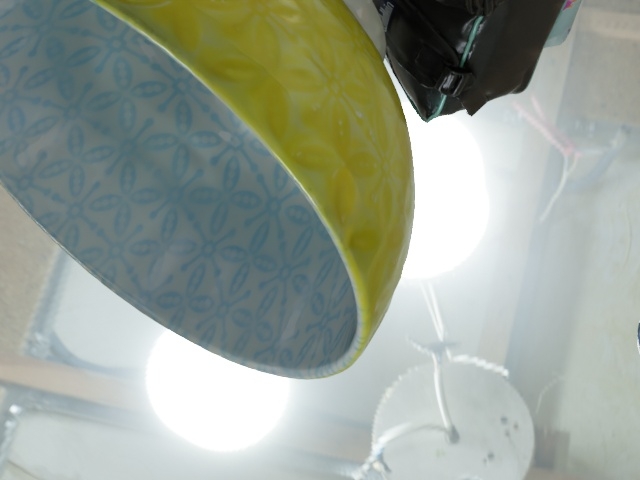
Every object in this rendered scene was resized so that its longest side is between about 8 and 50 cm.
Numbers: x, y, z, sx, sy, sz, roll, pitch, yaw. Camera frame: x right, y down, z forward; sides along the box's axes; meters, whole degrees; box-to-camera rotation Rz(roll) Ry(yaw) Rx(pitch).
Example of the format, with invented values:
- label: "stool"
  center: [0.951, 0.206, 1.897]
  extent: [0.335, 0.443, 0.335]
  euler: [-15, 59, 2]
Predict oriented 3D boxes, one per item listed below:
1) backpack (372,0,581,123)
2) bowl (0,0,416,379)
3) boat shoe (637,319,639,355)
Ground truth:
- label: "backpack"
  center: [0.078, -0.194, 0.755]
  extent: [0.144, 0.166, 0.188]
  euler: [-28, -117, -26]
- label: "bowl"
  center: [-0.054, -0.079, 0.653]
  extent: [0.289, 0.289, 0.156]
  euler: [30, -117, 19]
- label: "boat shoe"
  center: [0.232, 0.083, 0.595]
  extent: [0.183, 0.066, 0.066]
  euler: [34, -103, 25]
